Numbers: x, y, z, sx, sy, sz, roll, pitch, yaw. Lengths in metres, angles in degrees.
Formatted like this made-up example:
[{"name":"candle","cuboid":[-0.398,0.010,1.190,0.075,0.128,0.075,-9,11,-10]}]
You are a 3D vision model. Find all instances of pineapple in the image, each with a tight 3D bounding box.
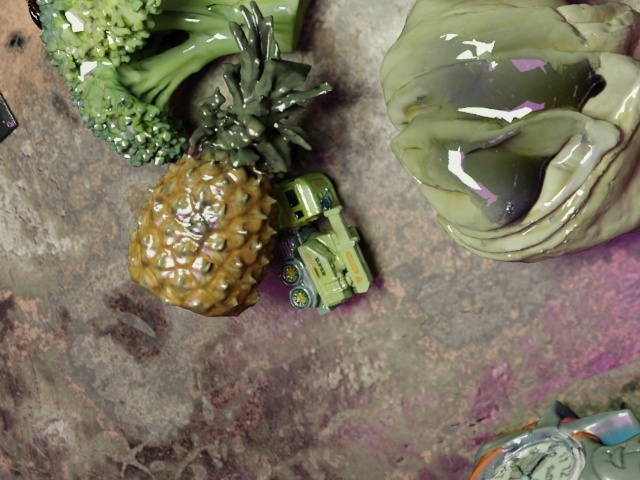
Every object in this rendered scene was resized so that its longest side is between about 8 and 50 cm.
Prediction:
[{"name":"pineapple","cuboid":[-0.096,-0.087,0.957,0.169,0.169,0.340,24,102,20]}]

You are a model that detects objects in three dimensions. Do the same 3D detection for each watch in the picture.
[{"name":"watch","cuboid":[0.315,0.323,0.888,0.305,0.241,0.274,-22,107,30]}]

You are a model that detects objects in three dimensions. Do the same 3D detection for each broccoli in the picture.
[{"name":"broccoli","cuboid":[-0.188,-0.265,0.978,0.302,0.249,0.375,12,100,27]}]

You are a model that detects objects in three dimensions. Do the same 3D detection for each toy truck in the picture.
[{"name":"toy truck","cuboid":[0.000,0.000,1.038,0.100,0.077,0.169,-21,90,31]}]

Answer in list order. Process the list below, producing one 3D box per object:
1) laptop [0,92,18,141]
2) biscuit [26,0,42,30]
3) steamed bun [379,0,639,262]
[{"name":"laptop","cuboid":[-0.532,-0.214,1.290,0.129,0.016,0.180,-32,87,29]},{"name":"biscuit","cuboid":[-0.372,-0.352,1.107,0.063,0.151,0.235,-38,81,23]},{"name":"steamed bun","cuboid":[0.192,-0.114,0.849,0.320,0.206,0.275,29,114,22]}]
